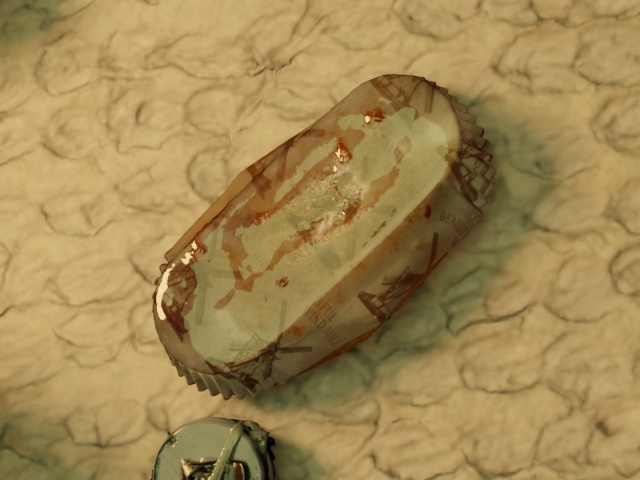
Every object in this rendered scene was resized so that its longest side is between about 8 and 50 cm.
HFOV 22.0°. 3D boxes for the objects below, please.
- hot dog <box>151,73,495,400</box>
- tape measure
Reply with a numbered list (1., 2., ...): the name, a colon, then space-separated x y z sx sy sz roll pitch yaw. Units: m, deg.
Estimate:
1. hot dog: 0.000 0.000 1.109 0.268 0.075 0.144 -38 77 2
2. tape measure: -0.070 0.166 1.107 0.091 0.054 0.094 -14 78 7
